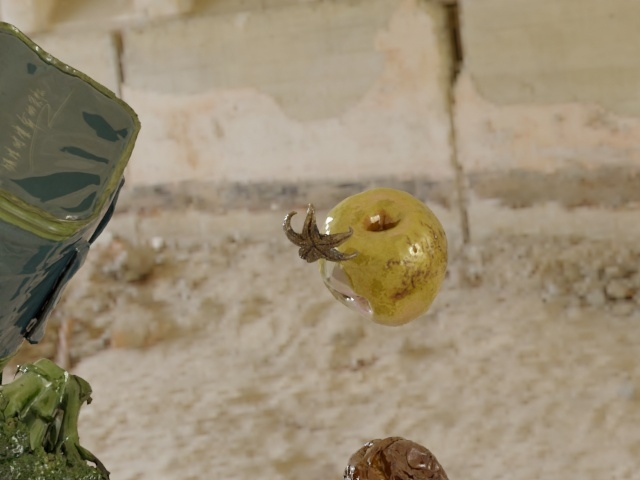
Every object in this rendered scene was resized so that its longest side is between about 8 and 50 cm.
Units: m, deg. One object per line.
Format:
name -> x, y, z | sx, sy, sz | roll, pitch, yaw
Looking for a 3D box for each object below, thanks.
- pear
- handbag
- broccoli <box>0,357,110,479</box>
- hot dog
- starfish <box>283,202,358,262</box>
pear -> 0.078, 0.026, 1.662 | 0.178, 0.178, 0.178 | -7, 11, 1
handbag -> -0.317, -0.035, 1.279 | 0.241, 0.222, 0.263 | -49, 14, 34
broccoli -> -0.419, 0.278, 1.707 | 0.321, 0.304, 0.283 | -15, 34, 40
hot dog -> 0.085, 0.262, 1.120 | 0.099, 0.227, 0.160 | -24, 38, -3
starfish -> 0.000, 0.000, 1.397 | 0.091, 0.028, 0.078 | 28, -37, -20
